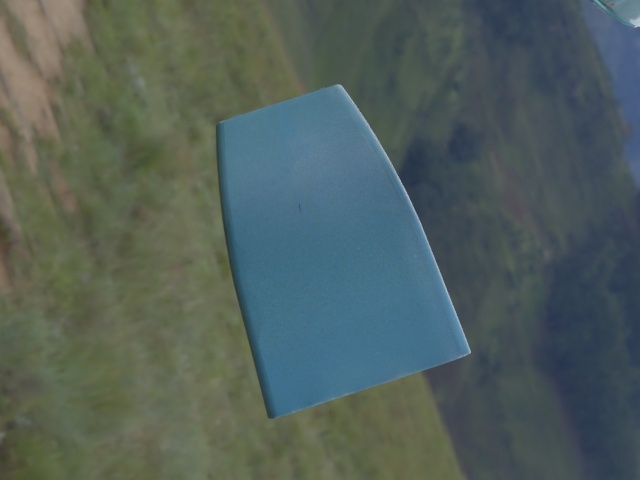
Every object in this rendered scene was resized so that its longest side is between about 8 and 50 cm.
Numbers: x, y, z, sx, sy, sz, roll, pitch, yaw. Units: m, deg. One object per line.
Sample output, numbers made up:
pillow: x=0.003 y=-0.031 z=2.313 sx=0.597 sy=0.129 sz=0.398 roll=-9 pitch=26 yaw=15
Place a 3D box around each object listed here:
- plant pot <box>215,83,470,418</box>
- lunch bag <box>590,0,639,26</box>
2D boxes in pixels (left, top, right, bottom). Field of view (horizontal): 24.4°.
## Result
plant pot: x=0.000 y=0.000 z=1.218 sx=0.166 sy=0.165 sz=0.234 roll=-158 pitch=-130 yaw=-87
lunch bag: x=0.269 y=-0.367 z=1.452 sx=0.279 sy=0.108 sz=0.224 roll=38 pitch=47 yaw=-25
